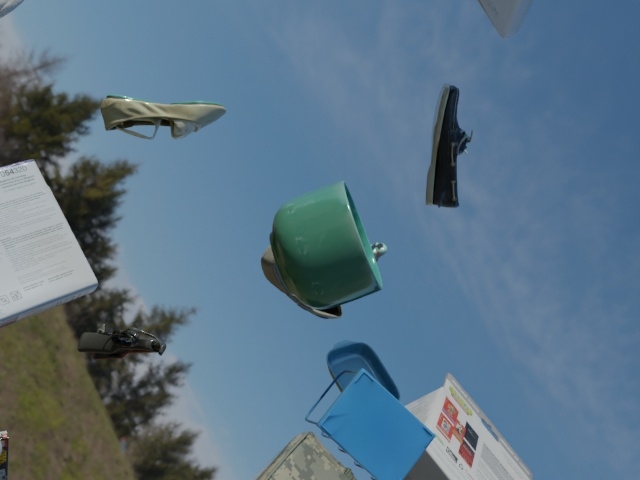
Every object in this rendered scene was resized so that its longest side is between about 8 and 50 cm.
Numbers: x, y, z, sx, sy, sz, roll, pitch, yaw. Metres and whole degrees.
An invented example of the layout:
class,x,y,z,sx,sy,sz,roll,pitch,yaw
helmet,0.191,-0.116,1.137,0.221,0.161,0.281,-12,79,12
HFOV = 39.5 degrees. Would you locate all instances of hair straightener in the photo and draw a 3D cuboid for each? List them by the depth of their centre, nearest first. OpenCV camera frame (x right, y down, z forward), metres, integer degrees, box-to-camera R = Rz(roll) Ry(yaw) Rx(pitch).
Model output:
class,x,y,z,sx,sy,sz,roll,pitch,yaw
hair straightener,-0.367,0.187,1.608,0.230,0.047,0.089,-1,-28,41

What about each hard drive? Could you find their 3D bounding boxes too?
class,x,y,z,sx,sy,sz,roll,pitch,yaw
hard drive,0.290,-0.493,1.558,0.233,0.047,0.353,59,7,3

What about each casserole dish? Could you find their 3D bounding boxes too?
class,x,y,z,sx,sy,sz,roll,pitch,yaw
casserole dish,0.083,0.287,1.816,0.188,0.114,0.037,57,-34,32

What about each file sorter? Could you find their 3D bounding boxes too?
class,x,y,z,sx,sy,sz,roll,pitch,yaw
file sorter,0.076,0.310,1.474,0.170,0.118,0.104,44,-17,-11

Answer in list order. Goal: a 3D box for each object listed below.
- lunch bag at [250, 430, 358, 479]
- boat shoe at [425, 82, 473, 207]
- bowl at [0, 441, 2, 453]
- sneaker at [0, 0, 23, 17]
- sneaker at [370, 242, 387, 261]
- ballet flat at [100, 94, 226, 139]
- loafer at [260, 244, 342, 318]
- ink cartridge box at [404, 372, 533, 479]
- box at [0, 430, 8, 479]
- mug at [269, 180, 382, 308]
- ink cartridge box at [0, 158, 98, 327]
class,x,y,z,sx,sy,sz,roll,pitch,yaw
lunch bag,-0.042,0.480,1.304,0.256,0.305,0.212,43,-49,5
boat shoe,0.261,-0.187,1.797,0.095,0.079,0.255,-67,163,-75
bowl,-0.520,0.266,1.196,0.053,0.142,0.142,-94,162,-76
sneaker,-0.510,-0.360,1.283,0.080,0.212,0.094,35,-23,36
sneaker,0.083,0.045,1.450,0.098,0.038,0.069,-22,-73,44
ballet flat,-0.315,-0.240,1.789,0.086,0.248,0.086,-177,-90,-81
loafer,-0.036,0.100,2.131,0.111,0.112,0.319,30,-8,36
ink cartridge box,0.281,0.469,1.804,0.130,0.272,0.309,-35,-83,30
box,-0.701,0.466,1.855,0.027,0.094,0.137,41,-52,51
mug,0.003,0.009,0.992,0.158,0.097,0.129,-47,117,-84
ink cartridge box,-0.694,0.016,1.904,0.330,0.324,0.071,60,-38,10
